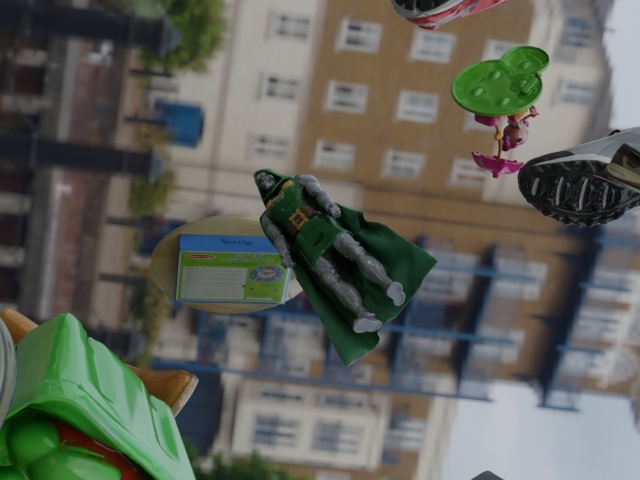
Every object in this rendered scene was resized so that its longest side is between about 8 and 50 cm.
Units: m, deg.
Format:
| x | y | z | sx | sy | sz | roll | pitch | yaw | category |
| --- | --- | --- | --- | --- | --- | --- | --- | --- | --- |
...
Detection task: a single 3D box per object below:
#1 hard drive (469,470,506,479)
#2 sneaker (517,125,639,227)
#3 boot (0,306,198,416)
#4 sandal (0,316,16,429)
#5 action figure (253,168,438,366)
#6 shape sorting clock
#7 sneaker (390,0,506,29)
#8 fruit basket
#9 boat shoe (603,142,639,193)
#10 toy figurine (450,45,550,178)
| x | y | z | sx | sy | sz | roll | pitch | yaw | category |
| --- | --- | --- | --- | --- | --- | --- | --- | --- | --- |
| 0.295 | 0.370 | 1.903 | 0.054 | 0.172 | 0.254 | -58 | -150 | 0 | hard drive |
| 0.371 | -0.090 | 1.950 | 0.108 | 0.271 | 0.100 | -116 | -155 | -48 | sneaker |
| -0.283 | 0.153 | 1.749 | 0.295 | 0.211 | 0.104 | -31 | -163 | 50 | boot |
| -0.326 | 0.165 | 1.158 | 0.120 | 0.086 | 0.303 | -12 | -140 | 43 | sandal |
| 0.000 | 0.000 | 1.550 | 0.137 | 0.063 | 0.232 | -48 | -128 | 6 | action figure |
| -0.109 | 0.030 | 1.931 | 0.206 | 0.206 | 0.040 | 106 | -16 | -57 | shape sorting clock |
| 0.204 | -0.316 | 1.666 | 0.107 | 0.279 | 0.118 | 69 | 11 | 18 | sneaker |
| -0.305 | 0.277 | 1.346 | 0.283 | 0.392 | 0.392 | 49 | 25 | -33 | fruit basket |
| 0.378 | -0.064 | 1.654 | 0.056 | 0.152 | 0.049 | 19 | 94 | -63 | boat shoe |
| 0.269 | -0.172 | 2.230 | 0.173 | 0.130 | 0.159 | -44 | 143 | -33 | toy figurine |
